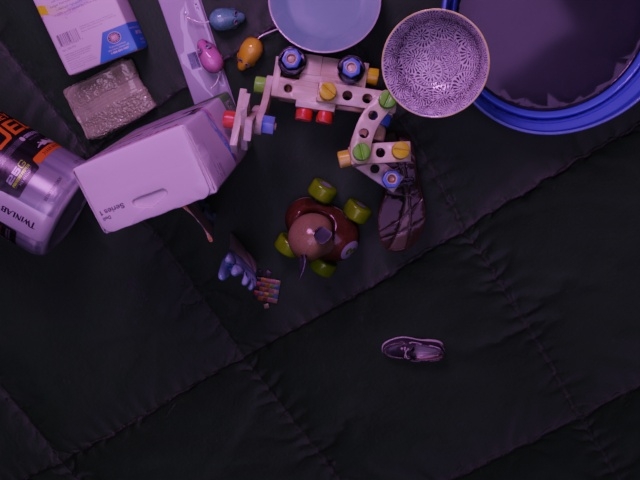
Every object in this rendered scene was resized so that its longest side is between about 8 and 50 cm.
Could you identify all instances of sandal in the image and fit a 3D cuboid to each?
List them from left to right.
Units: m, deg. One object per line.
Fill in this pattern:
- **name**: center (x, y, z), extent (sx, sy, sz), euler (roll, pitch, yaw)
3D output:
- **sandal**: center (0.142, -0.089, 1.313), extent (0.090, 0.060, 0.219), euler (-8, 94, 4)

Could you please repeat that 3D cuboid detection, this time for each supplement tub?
- **supplement tub**: center (-0.580, -0.127, 1.261), extent (0.316, 0.193, 0.193), euler (30, 108, -8)

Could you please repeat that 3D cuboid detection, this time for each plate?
- **plate**: center (0.007, -0.398, 1.195), extent (0.188, 0.024, 0.188), euler (0, 80, 0)

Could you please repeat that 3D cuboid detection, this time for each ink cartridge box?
- **ink cartridge box**: center (-0.407, -0.414, 1.211), extent (0.134, 0.078, 0.231), euler (-18, 107, 8)
- **ink cartridge box**: center (-0.249, -0.137, 1.188), extent (0.201, 0.278, 0.117), euler (-19, 108, 14)

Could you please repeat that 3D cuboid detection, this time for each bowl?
- **bowl**: center (0.189, -0.289, 1.148), extent (0.170, 0.080, 0.170), euler (7, 115, 16)
- **bowl**: center (0.393, -0.375, 1.186), extent (0.391, 0.077, 0.391), euler (1, 110, 3)

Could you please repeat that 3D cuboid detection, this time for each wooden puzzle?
- **wooden puzzle**: center (-0.106, 0.096, 1.413), extent (0.049, 0.006, 0.083), euler (11, 109, -1)

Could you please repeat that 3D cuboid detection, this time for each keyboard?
- **keyboard**: center (-0.215, -0.323, 1.271), extent (0.072, 0.014, 0.256), euler (-13, 108, 13)

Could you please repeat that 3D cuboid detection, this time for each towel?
- **towel**: center (-0.382, -0.253, 1.294), extent (0.148, 0.027, 0.110), euler (-24, 107, 11)

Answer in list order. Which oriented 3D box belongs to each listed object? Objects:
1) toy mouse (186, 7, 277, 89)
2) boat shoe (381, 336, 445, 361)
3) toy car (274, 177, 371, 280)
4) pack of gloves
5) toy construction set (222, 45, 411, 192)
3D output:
- **toy mouse**: center (-0.172, -0.346, 1.236), extent (0.143, 0.031, 0.161), euler (35, 102, -13)
- **boat shoe**: center (0.185, 0.221, 1.425), extent (0.125, 0.038, 0.046), euler (3, 109, 2)
- **toy car**: center (0.000, 0.000, 1.278), extent (0.149, 0.188, 0.155), euler (30, 108, -7)
- **pack of gloves**: center (-0.188, 0.003, 1.265), extent (0.046, 0.232, 0.195), euler (-39, 101, 3)
- **toy construction set**: center (-0.001, -0.210, 1.214), extent (0.328, 0.151, 0.215), euler (8, 92, -14)
